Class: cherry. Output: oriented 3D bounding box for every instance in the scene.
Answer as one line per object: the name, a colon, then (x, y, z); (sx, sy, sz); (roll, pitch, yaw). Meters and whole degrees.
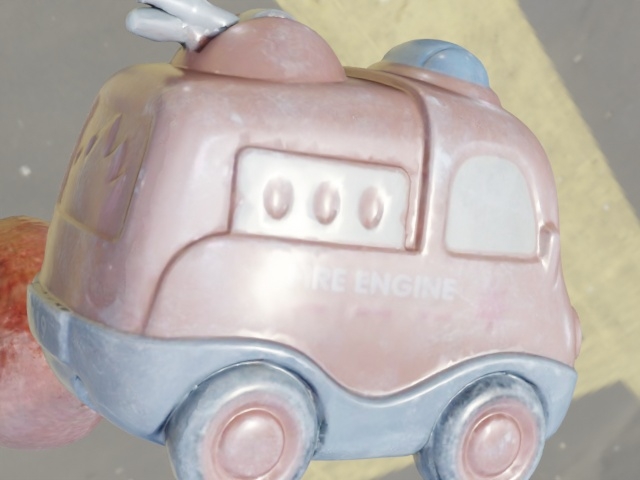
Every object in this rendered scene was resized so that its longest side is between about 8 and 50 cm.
cherry: (-0.300, 0.102, 1.235); (0.206, 0.239, 0.239); (8, 139, -8)

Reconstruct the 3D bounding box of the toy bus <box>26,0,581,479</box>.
toy bus: (0.000, 0.000, 0.655); (0.294, 0.197, 0.232); (5, 99, -28)
